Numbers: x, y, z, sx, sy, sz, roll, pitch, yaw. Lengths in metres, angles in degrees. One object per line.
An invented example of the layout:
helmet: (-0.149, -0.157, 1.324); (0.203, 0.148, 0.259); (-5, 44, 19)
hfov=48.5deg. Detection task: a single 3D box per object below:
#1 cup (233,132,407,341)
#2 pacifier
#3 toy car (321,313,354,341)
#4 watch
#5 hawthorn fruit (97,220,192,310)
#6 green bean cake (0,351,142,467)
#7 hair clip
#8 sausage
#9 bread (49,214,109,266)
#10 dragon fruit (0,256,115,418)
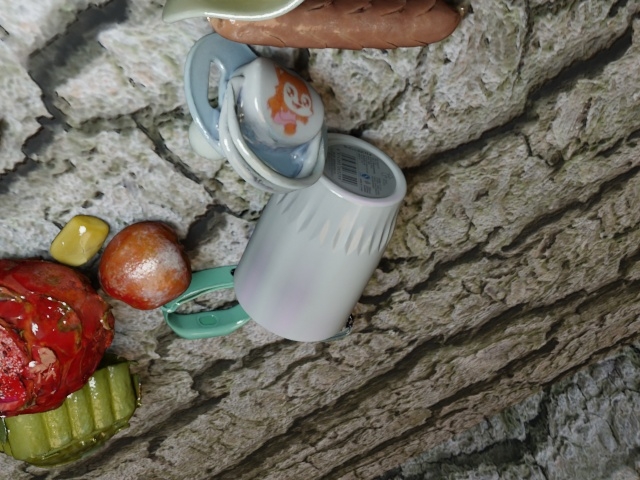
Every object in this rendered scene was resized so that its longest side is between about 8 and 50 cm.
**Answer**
cup: (0.000, 0.000, 1.366); (0.254, 0.253, 0.371); (2, 136, -29)
pacifier: (-0.126, -0.180, 1.139); (0.233, 0.244, 0.300); (-13, 155, 43)
toy car: (0.020, 0.140, 1.690); (0.097, 0.100, 0.191); (-11, 122, -15)
watch: (-0.243, 0.141, 1.570); (0.237, 0.068, 0.195); (-4, 139, -25)
hawthorn fruit: (-0.331, 0.050, 1.333); (0.173, 0.172, 0.172); (-14, 143, -11)
green bean cake: (-0.568, 0.365, 1.539); (0.310, 0.201, 0.285); (-11, -174, -40)
hair clip: (-0.087, -0.367, 0.950); (0.282, 0.172, 0.113); (-10, 135, -1)
sausage: (0.037, -0.340, 1.102); (0.433, 0.087, 0.087); (-6, 140, -21)
bread: (-0.442, 0.007, 1.308); (0.115, 0.056, 0.082); (-40, 141, 22)
dragon fruit: (-0.528, 0.173, 1.271); (0.296, 0.295, 0.302); (-43, 163, 25)
